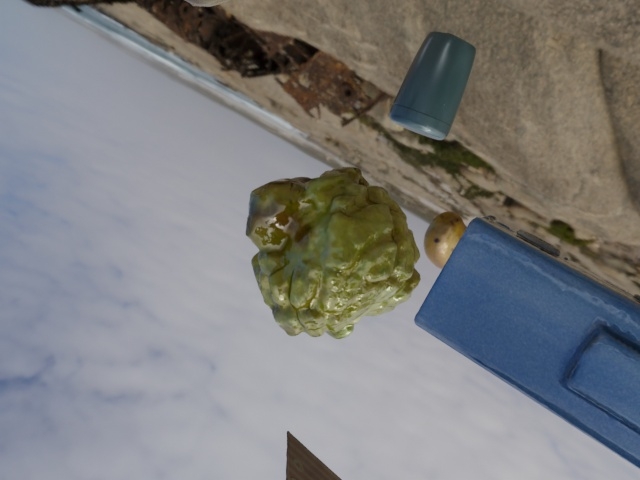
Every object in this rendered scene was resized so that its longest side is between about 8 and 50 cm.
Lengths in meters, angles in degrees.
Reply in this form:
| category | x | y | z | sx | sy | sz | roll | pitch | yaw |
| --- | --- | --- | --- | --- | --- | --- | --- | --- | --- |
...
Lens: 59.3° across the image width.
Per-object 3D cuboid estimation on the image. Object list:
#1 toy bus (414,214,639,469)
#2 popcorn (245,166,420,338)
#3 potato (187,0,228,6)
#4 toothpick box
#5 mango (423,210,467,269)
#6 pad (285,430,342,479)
| category | x | y | z | sx | sy | sz | roll | pitch | yaw |
| --- | --- | --- | --- | --- | --- | --- | --- | --- | --- |
| toy bus | 0.206 | 0.080 | 0.452 | 0.234 | 0.116 | 0.133 | 32 | -168 | 21 |
| popcorn | 0.000 | 0.000 | 0.722 | 0.251 | 0.206 | 0.237 | 55 | 176 | 28 |
| potato | -0.201 | -0.391 | 0.765 | 0.200 | 0.081 | 0.164 | 27 | 158 | -7 |
| toothpick box | 0.216 | -0.293 | 1.061 | 0.120 | 0.184 | 0.120 | 21 | -169 | -4 |
| mango | 0.290 | 0.006 | 1.274 | 0.178 | 0.115 | 0.090 | 39 | -169 | -51 |
| pad | 0.013 | 0.459 | 0.932 | 0.202 | 0.005 | 0.300 | 45 | -173 | -10 |
